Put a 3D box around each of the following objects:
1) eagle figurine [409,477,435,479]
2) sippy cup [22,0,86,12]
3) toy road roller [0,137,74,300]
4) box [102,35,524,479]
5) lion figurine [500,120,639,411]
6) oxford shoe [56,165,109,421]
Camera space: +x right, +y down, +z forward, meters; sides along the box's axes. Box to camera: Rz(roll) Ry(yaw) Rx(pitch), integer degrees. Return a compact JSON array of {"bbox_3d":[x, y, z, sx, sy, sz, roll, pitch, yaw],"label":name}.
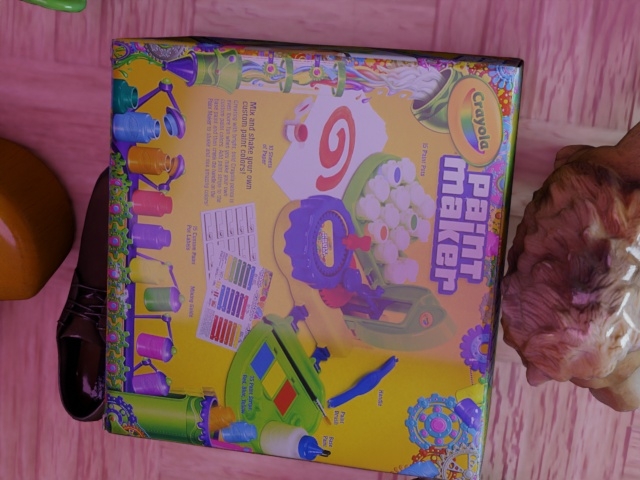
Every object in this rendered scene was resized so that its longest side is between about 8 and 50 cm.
[{"bbox_3d":[0.074,0.339,0.864,0.225,0.226,0.298,33,102,-18],"label":"eagle figurine"},{"bbox_3d":[-0.157,-0.317,0.713,0.240,0.224,0.305,-16,121,11],"label":"sippy cup"},{"bbox_3d":[-0.335,-0.062,0.862,0.240,0.202,0.329,-1,107,0],"label":"toy road roller"},{"bbox_3d":[0.000,0.000,0.809,0.279,0.177,0.290,6,102,11],"label":"box"},{"bbox_3d":[0.271,-0.067,0.705,0.142,0.240,0.392,42,106,1],"label":"lion figurine"},{"bbox_3d":[-0.176,0.048,0.900,0.083,0.096,0.227,9,102,12],"label":"oxford shoe"}]
